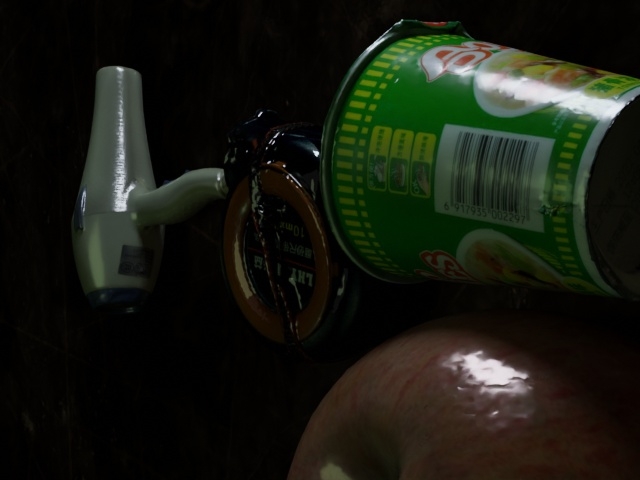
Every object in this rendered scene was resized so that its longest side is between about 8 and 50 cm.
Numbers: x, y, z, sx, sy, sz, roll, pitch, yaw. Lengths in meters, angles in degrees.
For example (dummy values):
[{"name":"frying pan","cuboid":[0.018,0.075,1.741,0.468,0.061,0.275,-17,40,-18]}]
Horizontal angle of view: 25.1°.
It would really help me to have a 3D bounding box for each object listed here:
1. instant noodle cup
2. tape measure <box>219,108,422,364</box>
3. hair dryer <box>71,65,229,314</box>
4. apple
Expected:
[{"name":"instant noodle cup","cuboid":[0.147,-0.050,1.018,0.232,0.207,0.207,14,105,51]},{"name":"tape measure","cuboid":[0.000,0.000,1.310,0.202,0.135,0.223,15,108,47]},{"name":"hair dryer","cuboid":[-0.199,-0.098,1.679,0.298,0.119,0.296,-41,53,34]},{"name":"apple","cuboid":[0.116,0.203,1.005,0.345,0.269,0.345,7,98,59]}]
